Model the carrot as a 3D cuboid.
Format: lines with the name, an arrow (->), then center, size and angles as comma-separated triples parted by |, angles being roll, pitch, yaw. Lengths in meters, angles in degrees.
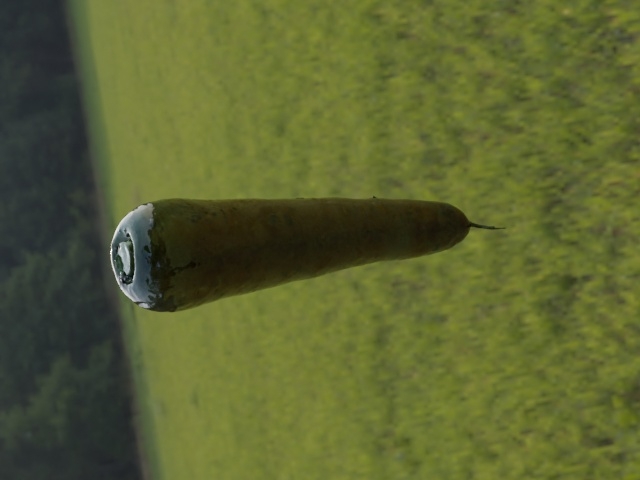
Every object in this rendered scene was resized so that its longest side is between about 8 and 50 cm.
carrot -> 0.000, 0.000, 0.940 | 0.078, 0.298, 0.078 | 19, 111, 61
